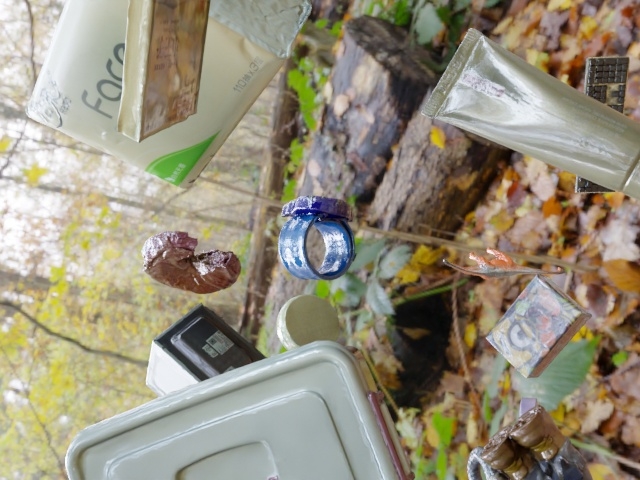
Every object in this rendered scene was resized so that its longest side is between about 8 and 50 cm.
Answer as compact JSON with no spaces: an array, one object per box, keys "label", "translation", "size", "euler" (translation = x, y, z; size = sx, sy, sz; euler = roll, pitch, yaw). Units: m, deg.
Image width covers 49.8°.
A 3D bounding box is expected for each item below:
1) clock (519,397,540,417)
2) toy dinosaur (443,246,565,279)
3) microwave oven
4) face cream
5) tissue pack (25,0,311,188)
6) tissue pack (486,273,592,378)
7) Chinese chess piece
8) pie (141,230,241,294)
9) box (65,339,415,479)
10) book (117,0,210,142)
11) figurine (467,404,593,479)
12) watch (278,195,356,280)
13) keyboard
[{"label":"clock","translation":[0.462,0.429,1.475],"size":[0.198,0.064,0.172],"euler":[44,-131,-61]},{"label":"toy dinosaur","translation":[0.401,0.056,1.521],"size":[0.101,0.279,0.056],"euler":[-121,29,-60]},{"label":"microwave oven","translation":[-0.233,0.326,1.604],"size":[0.181,0.295,0.238],"euler":[-39,-19,-40]},{"label":"face cream","translation":[0.312,-0.154,0.915],"size":[0.137,0.341,0.084],"euler":[-60,-20,6]},{"label":"tissue pack","translation":[-0.264,-0.305,1.153],"size":[0.405,0.331,0.205],"euler":[-42,28,46]},{"label":"tissue pack","translation":[0.370,0.146,1.178],"size":[0.148,0.060,0.109],"euler":[-55,49,16]},{"label":"Chinese chess piece","translation":[-0.016,0.111,0.888],"size":[0.034,0.084,0.084],"euler":[133,152,-54]},{"label":"pie","translation":[-0.282,0.054,1.504],"size":[0.204,0.218,0.054],"euler":[-43,36,50]},{"label":"box","translation":[-0.058,0.216,0.643],"size":[0.167,0.293,0.194],"euler":[20,-131,-78]},{"label":"book","translation":[-0.141,-0.256,0.681],"size":[0.201,0.026,0.290],"euler":[-70,-10,-70]},{"label":"figurine","translation":[0.379,0.407,0.908],"size":[0.261,0.382,0.186],"euler":[-47,-14,32]},{"label":"watch","translation":[-0.002,-0.002,1.662],"size":[0.171,0.196,0.200],"euler":[-8,71,57]},{"label":"keyboard","translation":[0.647,-0.261,1.594],"size":[0.027,0.106,0.317],"euler":[-67,-24,-69]}]
